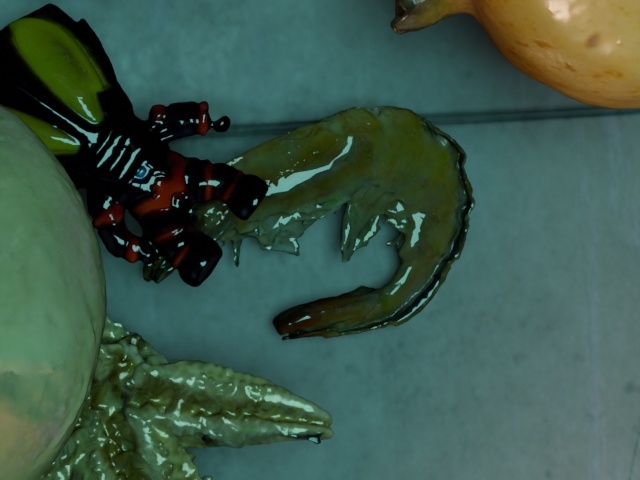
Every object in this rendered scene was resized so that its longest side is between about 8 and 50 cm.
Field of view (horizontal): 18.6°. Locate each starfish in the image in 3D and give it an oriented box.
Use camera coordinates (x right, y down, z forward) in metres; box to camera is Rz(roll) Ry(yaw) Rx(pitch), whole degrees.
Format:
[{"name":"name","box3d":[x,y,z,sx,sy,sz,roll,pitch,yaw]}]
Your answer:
[{"name":"starfish","box3d":[-0.215,0.153,1.357,0.432,0.082,0.324,23,91,-8]}]

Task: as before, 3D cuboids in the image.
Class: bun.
[{"name":"bun","box3d":[-0.318,0.044,1.194,0.361,0.213,0.361,0,81,2]}]

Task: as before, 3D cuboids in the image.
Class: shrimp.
[{"name":"shrimp","box3d":[0.000,0.000,1.426,0.253,0.058,0.173,-30,107,-11]}]

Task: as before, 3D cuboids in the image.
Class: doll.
[{"name":"doll","box3d":[-0.159,-0.074,1.347,0.248,0.088,0.127,38,57,3]}]

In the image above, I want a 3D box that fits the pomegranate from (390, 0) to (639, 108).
[{"name":"pomegranate","box3d":[0.187,-0.249,1.342,0.342,0.342,0.342,0,92,-15]}]
